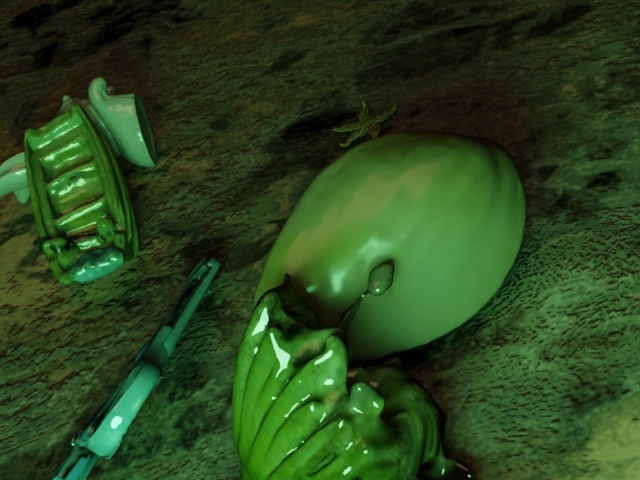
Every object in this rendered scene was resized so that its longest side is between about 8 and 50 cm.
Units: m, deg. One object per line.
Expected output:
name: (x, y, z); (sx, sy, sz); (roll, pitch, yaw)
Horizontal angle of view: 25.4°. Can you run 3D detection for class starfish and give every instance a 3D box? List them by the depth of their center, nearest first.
starfish: (0.057, -0.137, 1.675); (0.092, 0.016, 0.086); (-33, 34, -17)

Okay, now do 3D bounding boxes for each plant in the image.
plant: (-0.029, 0.201, 1.197); (0.333, 0.180, 0.251); (-55, 42, 24)

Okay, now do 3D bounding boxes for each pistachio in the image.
pistachio: (0.066, 0.010, 1.334); (0.288, 0.197, 0.166); (-42, -10, -3)

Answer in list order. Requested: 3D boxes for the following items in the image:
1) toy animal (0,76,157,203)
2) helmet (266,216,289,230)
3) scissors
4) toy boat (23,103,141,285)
toy animal: (-0.326, -0.127, 1.813); (0.220, 0.131, 0.104); (-15, 9, 8)
helmet: (0.000, 0.000, 1.476); (0.111, 0.057, 0.089); (-10, -1, 40)
scissors: (-0.170, 0.124, 1.386); (0.180, 0.032, 0.393); (-47, 8, 31)
toy boat: (-0.278, -0.039, 1.669); (0.111, 0.084, 0.276); (-25, 48, 2)
